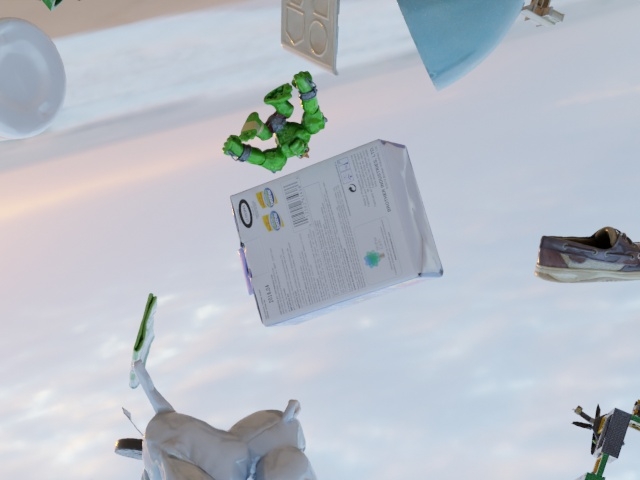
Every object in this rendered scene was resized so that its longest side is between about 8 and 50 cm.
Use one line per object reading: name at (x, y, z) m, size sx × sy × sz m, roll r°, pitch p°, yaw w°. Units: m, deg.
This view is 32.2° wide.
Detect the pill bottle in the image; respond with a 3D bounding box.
pill bottle at (-0.694, -0.294, 2.129) m, size 0.392 × 0.224 × 0.224 m, roll 0°, pitch -165°, yaw 38°

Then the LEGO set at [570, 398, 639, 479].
LEGO set at (0.602, 0.491, 2.195) m, size 0.255 × 0.331 × 0.192 m, roll 16°, pitch 159°, yaw 4°

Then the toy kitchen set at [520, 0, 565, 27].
toy kitchen set at (0.411, -0.446, 2.067) m, size 0.068 × 0.075 × 0.083 m, roll 21°, pitch 175°, yaw -22°

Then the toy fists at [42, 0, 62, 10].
toy fists at (-0.470, -0.474, 1.807) m, size 0.096 × 0.142 × 0.279 m, roll -55°, pitch -171°, yaw -19°

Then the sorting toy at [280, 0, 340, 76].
sorting toy at (-0.016, -0.427, 2.071) m, size 0.038 × 0.208 × 0.193 m, roll -18°, pitch -147°, yaw -27°

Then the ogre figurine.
ogre figurine at (-0.067, -0.198, 1.956) m, size 0.097 × 0.118 × 0.197 m, roll 25°, pitch -102°, yaw 51°

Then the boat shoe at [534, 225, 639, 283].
boat shoe at (0.523, 0.021, 2.014) m, size 0.285 × 0.092 × 0.103 m, roll -4°, pitch -164°, yaw -14°

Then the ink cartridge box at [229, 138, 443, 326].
ink cartridge box at (0.000, 0.000, 2.102) m, size 0.395 × 0.270 × 0.151 m, roll -19°, pitch 169°, yaw 22°

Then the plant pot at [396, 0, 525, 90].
plant pot at (0.232, -0.425, 1.888) m, size 0.195 × 0.290 × 0.290 m, roll -22°, pitch -174°, yaw 11°

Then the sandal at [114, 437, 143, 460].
sandal at (-0.166, 0.458, 2.034) m, size 0.445 × 0.107 × 0.167 m, roll 19°, pitch 158°, yaw -12°

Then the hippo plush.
hippo plush at (-0.134, 0.341, 1.593) m, size 0.236 × 0.234 × 0.294 m, roll -5°, pitch -135°, yaw -27°

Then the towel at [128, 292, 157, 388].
towel at (-0.289, 0.168, 1.822) m, size 0.023 × 0.113 × 0.152 m, roll 13°, pitch 148°, yaw -5°
